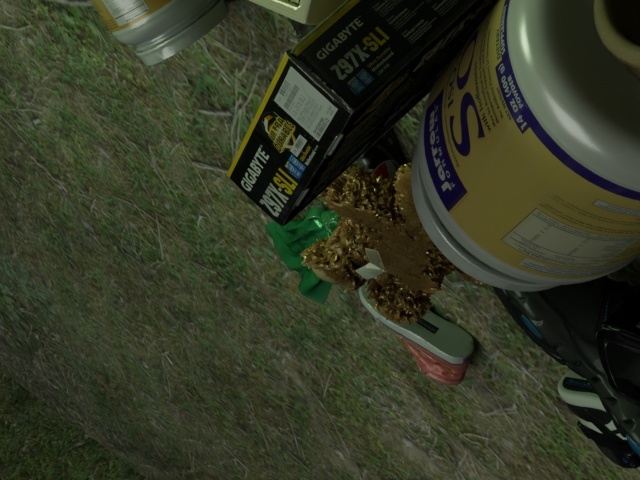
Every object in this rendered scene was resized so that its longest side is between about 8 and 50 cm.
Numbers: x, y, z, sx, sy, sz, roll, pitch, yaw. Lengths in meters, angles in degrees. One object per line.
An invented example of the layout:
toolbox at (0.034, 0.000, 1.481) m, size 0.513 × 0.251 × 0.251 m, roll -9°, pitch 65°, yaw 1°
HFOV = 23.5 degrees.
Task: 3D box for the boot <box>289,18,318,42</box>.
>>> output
boot at (-0.058, -0.282, 1.532) m, size 0.229 × 0.091 × 0.263 m, roll 26°, pitch 144°, yaw 26°

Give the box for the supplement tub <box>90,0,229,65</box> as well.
supplement tub at (-0.212, -0.321, 1.809) m, size 0.199 × 0.144 × 0.144 m, roll 56°, pitch 155°, yaw -18°

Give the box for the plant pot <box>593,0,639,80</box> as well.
plant pot at (0.352, -0.148, 1.030) m, size 0.229 × 0.263 × 0.263 m, roll 42°, pitch 162°, yaw -29°

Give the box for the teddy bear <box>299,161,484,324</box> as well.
teddy bear at (0.104, -0.018, 1.739) m, size 0.245 × 0.113 × 0.338 m, roll 22°, pitch 147°, yaw 8°

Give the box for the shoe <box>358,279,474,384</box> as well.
shoe at (0.121, 0.121, 2.017) m, size 0.178 × 0.063 × 0.081 m, roll 34°, pitch 148°, yaw 19°

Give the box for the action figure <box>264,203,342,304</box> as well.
action figure at (0.000, 0.000, 2.040) m, size 0.137 × 0.063 × 0.232 m, roll 50°, pitch 160°, yaw 1°

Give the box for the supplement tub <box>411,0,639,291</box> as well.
supplement tub at (0.221, -0.102, 1.288) m, size 0.241 × 0.241 × 0.331 m, roll 46°, pitch 156°, yaw 4°

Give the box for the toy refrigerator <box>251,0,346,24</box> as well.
toy refrigerator at (0.007, -0.328, 1.318) m, size 0.102 × 0.094 × 0.269 m, roll 29°, pitch 115°, yaw 36°

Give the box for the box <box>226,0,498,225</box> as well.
box at (0.074, -0.175, 1.327) m, size 0.079 × 0.322 × 0.257 m, roll 44°, pitch 157°, yaw 6°

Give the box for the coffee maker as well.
coffee maker at (0.340, 0.072, 1.429) m, size 0.120 × 0.178 × 0.171 m, roll 57°, pitch 155°, yaw -17°

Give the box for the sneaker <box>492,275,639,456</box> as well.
sneaker at (0.295, 0.081, 1.578) m, size 0.341 × 0.139 × 0.125 m, roll 47°, pitch 179°, yaw -3°

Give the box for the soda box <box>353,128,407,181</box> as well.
soda box at (0.067, -0.082, 1.814) m, size 0.060 × 0.053 × 0.169 m, roll 18°, pitch 143°, yaw 49°

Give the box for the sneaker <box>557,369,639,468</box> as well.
sneaker at (0.370, 0.212, 1.732) m, size 0.121 × 0.079 × 0.217 m, roll 56°, pitch 164°, yaw -25°
